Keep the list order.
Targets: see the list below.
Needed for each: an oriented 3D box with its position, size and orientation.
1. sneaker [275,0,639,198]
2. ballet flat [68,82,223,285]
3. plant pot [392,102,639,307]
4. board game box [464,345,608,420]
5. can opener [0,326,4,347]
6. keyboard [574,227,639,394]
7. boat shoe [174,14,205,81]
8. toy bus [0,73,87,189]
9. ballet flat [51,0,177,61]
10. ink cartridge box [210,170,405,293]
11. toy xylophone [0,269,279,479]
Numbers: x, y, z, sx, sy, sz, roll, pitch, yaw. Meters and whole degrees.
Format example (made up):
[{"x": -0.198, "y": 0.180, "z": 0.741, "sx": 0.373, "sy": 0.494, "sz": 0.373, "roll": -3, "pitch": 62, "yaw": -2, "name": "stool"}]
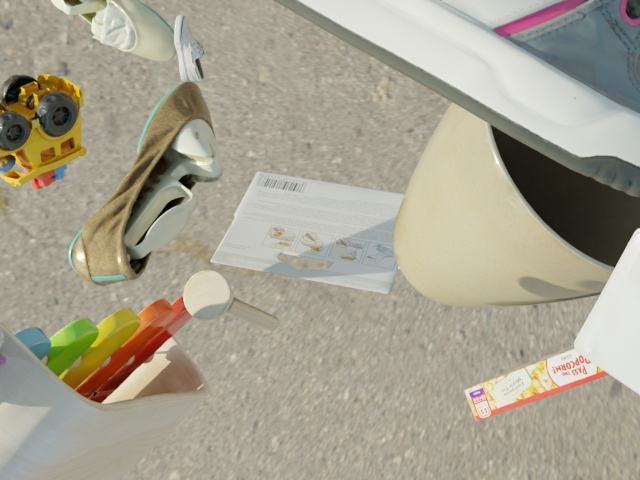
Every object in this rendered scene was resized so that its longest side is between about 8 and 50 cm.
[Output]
[{"x": 0.078, "y": -0.139, "z": 0.349, "sx": 0.296, "sy": 0.124, "sz": 0.178, "roll": 29, "pitch": 107, "yaw": -7, "name": "sneaker"}, {"x": -0.209, "y": -0.077, "z": 1.364, "sx": 0.124, "sy": 0.342, "sz": 0.116, "roll": 10, "pitch": 145, "yaw": 30, "name": "ballet flat"}, {"x": 0.188, "y": -0.040, "z": 0.960, "sx": 0.256, "sy": 0.256, "sz": 0.274, "roll": 53, "pitch": 146, "yaw": 2, "name": "plant pot"}, {"x": 0.298, "y": 0.166, "z": 1.264, "sx": 0.194, "sy": 0.147, "sz": 0.045, "roll": -27, "pitch": 79, "yaw": 30, "name": "board game box"}, {"x": -0.228, "y": 0.137, "z": 0.477, "sx": 0.076, "sy": 0.095, "sz": 0.283, "roll": 24, "pitch": 98, "yaw": -7, "name": "can opener"}, {"x": 0.221, "y": 0.090, "z": 0.395, "sx": 0.256, "sy": 0.014, "sz": 0.072, "roll": 36, "pitch": 132, "yaw": 25, "name": "keyboard"}, {"x": -0.166, "y": -0.247, "z": 1.294, "sx": 0.035, "sy": 0.035, "sz": 0.100, "roll": 5, "pitch": 133, "yaw": 7, "name": "boat shoe"}, {"x": -0.539, "y": -0.174, "z": 1.812, "sx": 0.149, "sy": 0.220, "sz": 0.211, "roll": 28, "pitch": 134, "yaw": 33, "name": "toy bus"}, {"x": -0.314, "y": -0.325, "z": 1.414, "sx": 0.248, "sy": 0.086, "sz": 0.086, "roll": 39, "pitch": 104, "yaw": 12, "name": "ballet flat"}, {"x": 0.000, "y": 0.000, "z": 1.522, "sx": 0.275, "sy": 0.239, "sz": 0.060, "roll": 10, "pitch": 131, "yaw": 11, "name": "ink cartridge box"}, {"x": -0.146, "y": 0.097, "z": 0.663, "sx": 0.236, "sy": 0.322, "sz": 0.081, "roll": -42, "pitch": 80, "yaw": -5, "name": "toy xylophone"}]
